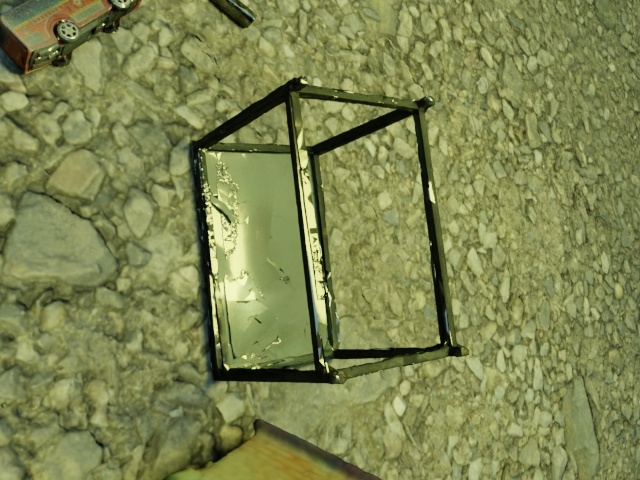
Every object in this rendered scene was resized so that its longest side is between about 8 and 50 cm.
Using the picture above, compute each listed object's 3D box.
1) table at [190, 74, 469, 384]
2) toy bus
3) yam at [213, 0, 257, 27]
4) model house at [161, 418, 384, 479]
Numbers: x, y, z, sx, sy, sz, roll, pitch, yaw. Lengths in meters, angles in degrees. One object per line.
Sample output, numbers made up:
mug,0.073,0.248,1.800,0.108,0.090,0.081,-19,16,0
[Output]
table,0.000,0.000,0.830,0.222,0.272,0.334,-2,82,-38
toy bus,-0.305,-0.282,0.790,0.077,0.065,0.192,47,57,-11
yam,-0.153,-0.367,0.946,0.129,0.033,0.027,35,89,-22
model house,-0.045,0.398,0.770,0.280,0.245,0.312,-16,120,-64
